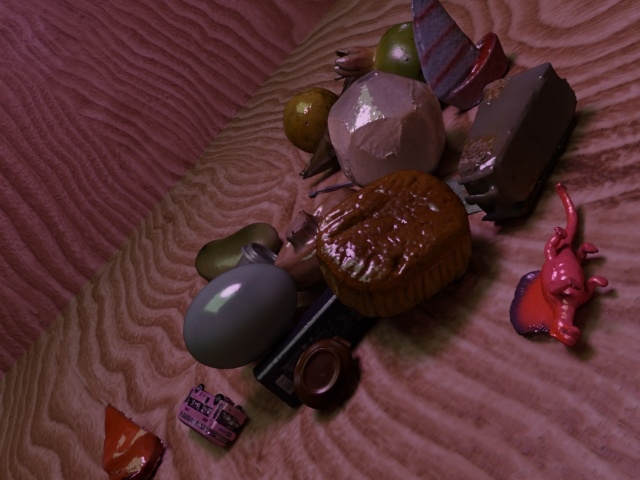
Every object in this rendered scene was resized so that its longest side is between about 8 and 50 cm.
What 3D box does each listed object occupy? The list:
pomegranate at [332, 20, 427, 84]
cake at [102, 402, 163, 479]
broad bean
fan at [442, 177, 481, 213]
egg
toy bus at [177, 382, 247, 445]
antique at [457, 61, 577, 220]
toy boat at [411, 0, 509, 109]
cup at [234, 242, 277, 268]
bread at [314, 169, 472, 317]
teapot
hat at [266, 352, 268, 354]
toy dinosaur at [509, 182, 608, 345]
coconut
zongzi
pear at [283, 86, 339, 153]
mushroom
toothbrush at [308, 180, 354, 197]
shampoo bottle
[{"bbox_3d":[0.184,-0.438,1.511,0.236,0.302,0.235,13,-90,-90],"label":"pomegranate"},{"bbox_3d":[-0.429,0.446,1.370,0.135,0.098,0.287,-49,29,-3],"label":"cake"},{"bbox_3d":[-0.227,0.040,1.635,0.263,0.121,0.189,-30,33,28],"label":"broad bean"},{"bbox_3d":[0.241,-0.077,1.199,0.131,0.009,0.240,-53,25,-20],"label":"fan"},{"bbox_3d":[-0.145,0.137,1.115,0.231,0.168,0.168,-39,24,-5],"label":"egg"},{"bbox_3d":[-0.223,0.350,1.224,0.203,0.063,0.090,-5,50,58],"label":"toy bus"},{"bbox_3d":[0.328,-0.161,1.044,0.150,0.125,0.284,-13,41,51],"label":"antique"},{"bbox_3d":[0.284,-0.439,1.352,0.206,0.282,0.096,-47,23,-2],"label":"toy boat"},{"bbox_3d":[-0.171,0.087,1.489,0.141,0.120,0.120,-52,23,12],"label":"cup"},{"bbox_3d":[0.118,0.003,1.007,0.253,0.142,0.227,-26,53,-12],"label":"bread"},{"bbox_3d":[0.010,0.224,1.030,0.098,0.078,0.129,22,77,17],"label":"teapot"},{"bbox_3d":[-0.147,0.171,1.272,0.203,0.203,0.126,-20,58,44],"label":"hat"},{"bbox_3d":[0.317,0.047,0.852,0.139,0.070,0.286,-56,12,39],"label":"toy dinosaur"},{"bbox_3d":[0.137,-0.235,1.284,0.245,0.247,0.245,-17,33,12],"label":"coconut"},{"bbox_3d":[0.056,-0.330,1.703,0.289,0.123,0.260,-27,47,40],"label":"zongzi"},{"bbox_3d":[-0.007,-0.360,1.805,0.197,0.197,0.197,-36,26,21],"label":"pear"},{"bbox_3d":[0.000,0.000,1.304,0.278,0.146,0.278,-45,15,15],"label":"mushroom"},{"bbox_3d":[0.027,-0.138,1.624,0.194,0.014,0.017,-10,42,52],"label":"toothbrush"},{"bbox_3d":[0.020,0.155,1.089,0.309,0.098,0.071,-46,20,-1],"label":"shampoo bottle"}]
